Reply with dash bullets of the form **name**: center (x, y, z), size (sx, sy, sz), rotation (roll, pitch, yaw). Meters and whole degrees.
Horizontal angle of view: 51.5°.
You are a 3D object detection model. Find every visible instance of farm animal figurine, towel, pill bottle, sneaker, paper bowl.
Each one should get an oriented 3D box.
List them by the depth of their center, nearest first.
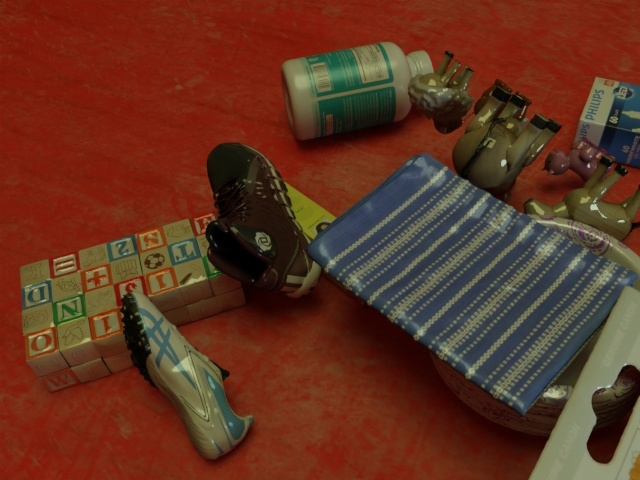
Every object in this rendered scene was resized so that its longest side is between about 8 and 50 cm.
- **towel**: center (0.175, 0.027, 0.811), size (0.243, 0.040, 0.336), rotation (-38, 55, -25)
- **sneaker**: center (-0.175, 0.163, 0.847), size (0.086, 0.085, 0.237), rotation (-32, 84, -36)
- **paper bowl**: center (0.277, 0.113, 0.848), size (0.284, 0.148, 0.284), rotation (-3, 49, 3)
- **sneaker**: center (-0.117, -0.043, 0.937), size (0.162, 0.106, 0.281), rotation (5, 44, -56)
- **farm animal figurine**: center (0.306, -0.114, 1.023), size (0.327, 0.172, 0.330), rotation (9, 32, -47)
- **pill bottle**: center (0.068, -0.276, 1.209), size (0.264, 0.146, 0.146), rotation (-12, 49, -6)

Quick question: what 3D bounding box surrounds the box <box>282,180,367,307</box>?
- **box**: center (0.000, 0.000, 1.013), size (0.058, 0.087, 0.232), rotation (-39, 58, -24)

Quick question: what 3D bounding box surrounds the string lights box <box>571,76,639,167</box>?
- **string lights box**: center (0.581, -0.186, 1.132), size (0.260, 0.077, 0.133), rotation (18, 54, 20)

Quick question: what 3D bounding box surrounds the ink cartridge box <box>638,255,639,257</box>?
- **ink cartridge box**: center (0.534, 0.103, 0.871), size (0.219, 0.092, 0.160), rotation (-2, 49, 4)

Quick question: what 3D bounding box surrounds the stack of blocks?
- **stack of blocks**: center (-0.265, 0.082, 0.961), size (0.297, 0.087, 0.171), rotation (-18, 50, -11)

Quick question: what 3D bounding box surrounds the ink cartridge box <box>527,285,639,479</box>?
- **ink cartridge box**: center (0.402, 0.274, 0.664), size (0.385, 0.091, 0.308), rotation (36, 59, 9)
